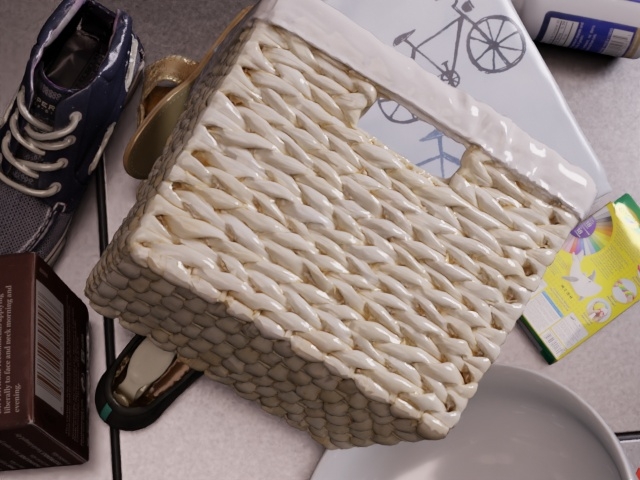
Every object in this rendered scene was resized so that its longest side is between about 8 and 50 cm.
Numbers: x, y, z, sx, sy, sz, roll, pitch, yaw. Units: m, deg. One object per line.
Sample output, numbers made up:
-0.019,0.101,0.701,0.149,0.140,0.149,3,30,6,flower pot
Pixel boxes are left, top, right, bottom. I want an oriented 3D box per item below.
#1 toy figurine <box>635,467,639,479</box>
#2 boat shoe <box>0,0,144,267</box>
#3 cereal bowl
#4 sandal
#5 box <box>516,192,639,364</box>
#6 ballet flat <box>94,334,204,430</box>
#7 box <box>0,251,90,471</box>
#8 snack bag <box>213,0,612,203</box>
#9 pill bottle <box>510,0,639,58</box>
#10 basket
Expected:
0.346,0.420,1.290,0.217,0.191,0.362,31,65,-9,toy figurine
-0.289,-0.096,1.374,0.127,0.158,0.340,23,77,1,boat shoe
0.152,0.295,1.293,0.339,0.141,0.339,-14,54,19,cereal bowl
-0.149,-0.166,1.454,0.079,0.088,0.240,30,69,29,sandal
0.285,0.038,1.446,0.179,0.043,0.105,-35,82,-8,box
-0.119,0.080,1.379,0.095,0.096,0.280,38,77,6,ballet flat
-0.338,0.123,1.289,0.203,0.167,0.168,-6,69,6,box
0.089,-0.121,1.422,0.323,0.037,0.342,-29,95,-3,snack bag
0.267,-0.267,1.477,0.187,0.112,0.112,11,77,-2,pill bottle
0.000,0.000,1.203,0.328,0.331,0.266,32,72,-10,basket
